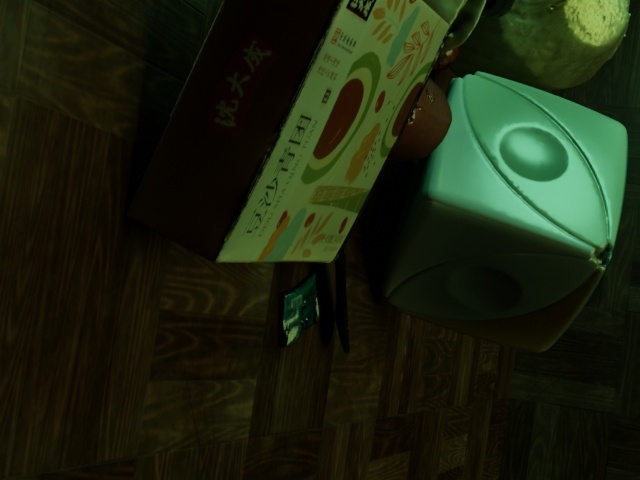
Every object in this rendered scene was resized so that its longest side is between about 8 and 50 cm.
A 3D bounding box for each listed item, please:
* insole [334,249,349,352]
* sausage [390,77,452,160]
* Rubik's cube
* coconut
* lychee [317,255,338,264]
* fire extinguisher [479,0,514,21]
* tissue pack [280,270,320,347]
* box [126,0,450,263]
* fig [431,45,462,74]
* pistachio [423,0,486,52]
[{"bbox_3d":[0.026,0.032,1.767,0.119,0.009,0.348,-107,-169,-53],"label":"insole"},{"bbox_3d":[0.117,-0.202,1.812,0.280,0.152,0.152,7,90,-70],"label":"sausage"},{"bbox_3d":[0.327,-0.046,2.052,0.352,0.347,0.351,107,2,-55],"label":"Rubik's cube"},{"bbox_3d":[0.391,-0.477,2.196,0.345,0.415,0.415,6,91,-32],"label":"coconut"},{"bbox_3d":[0.000,0.000,1.665,0.083,0.067,0.068,17,107,-50],"label":"lychee"},{"bbox_3d":[0.256,-0.553,1.998,0.113,0.200,0.376,52,39,-51],"label":"fire extinguisher"},{"bbox_3d":[-0.025,0.103,1.695,0.138,0.028,0.085,-41,134,-68],"label":"tissue pack"},{"bbox_3d":[-0.017,-0.149,1.313,0.344,0.122,0.385,-64,162,7],"label":"box"},{"bbox_3d":[0.169,-0.345,1.988,0.128,0.150,0.128,4,84,-43],"label":"fig"},{"bbox_3d":[0.167,-0.427,1.767,0.208,0.226,0.331,33,54,-46],"label":"pistachio"}]
